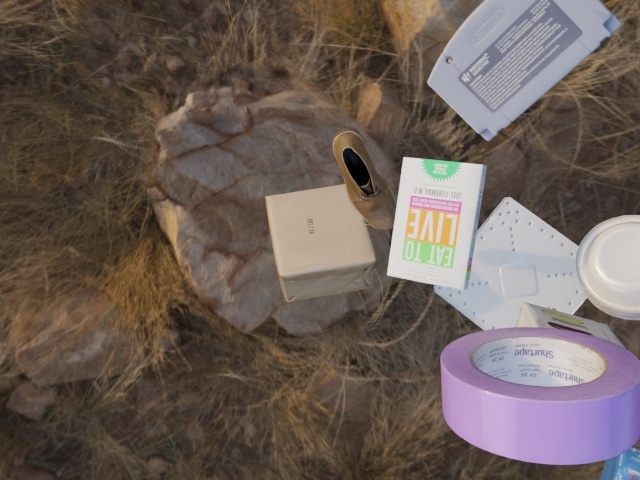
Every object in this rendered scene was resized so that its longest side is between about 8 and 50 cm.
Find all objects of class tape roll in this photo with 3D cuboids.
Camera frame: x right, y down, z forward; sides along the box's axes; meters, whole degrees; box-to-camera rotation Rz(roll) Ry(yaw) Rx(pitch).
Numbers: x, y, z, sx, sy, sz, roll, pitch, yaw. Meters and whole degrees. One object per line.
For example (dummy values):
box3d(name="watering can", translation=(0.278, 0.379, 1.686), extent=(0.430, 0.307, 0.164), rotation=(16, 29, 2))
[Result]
box3d(name="tape roll", translation=(0.317, 0.213, 0.865), extent=(0.275, 0.275, 0.090), rotation=(-6, 101, -6))

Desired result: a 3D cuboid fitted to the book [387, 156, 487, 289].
box3d(name="book", translation=(0.137, -0.022, 0.698), extent=(0.096, 0.035, 0.144), rotation=(10, 98, 30))

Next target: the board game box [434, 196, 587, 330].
box3d(name="board game box", translation=(0.637, 0.126, 1.912), extent=(0.390, 0.050, 0.390), rotation=(38, 97, 9))

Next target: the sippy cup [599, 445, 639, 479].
box3d(name="sippy cup", translation=(0.789, 0.598, 1.387), extent=(0.224, 0.305, 0.240), rotation=(20, 150, 20))

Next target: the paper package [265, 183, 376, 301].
box3d(name="paper package", translation=(0.000, 0.000, 1.885), extent=(0.310, 0.324, 0.168), rotation=(-10, 145, -3))

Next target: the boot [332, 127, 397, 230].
box3d(name="boot", translation=(0.115, -0.127, 1.483), extent=(0.112, 0.115, 0.305), rotation=(-25, 121, 11))

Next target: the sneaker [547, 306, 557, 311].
box3d(name="sneaker", translation=(0.606, 0.211, 1.572), extent=(0.042, 0.118, 0.067), rotation=(34, 93, 17))

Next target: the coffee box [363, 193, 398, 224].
box3d(name="coffee box", translation=(0.195, -0.085, 1.699), extent=(0.113, 0.184, 0.040), rotation=(3, 74, -9))

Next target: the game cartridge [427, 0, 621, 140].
box3d(name="game cartridge", translation=(0.348, -0.346, 1.067), extent=(0.198, 0.062, 0.297), rotation=(45, 122, -3))

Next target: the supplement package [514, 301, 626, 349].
box3d(name="supplement package", translation=(0.556, 0.261, 1.350), extent=(0.203, 0.194, 0.149), rotation=(15, 106, 5))

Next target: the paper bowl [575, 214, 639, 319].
box3d(name="paper bowl", translation=(0.849, 0.065, 1.615), extent=(0.284, 0.284, 0.148), rotation=(-47, 143, 7))
